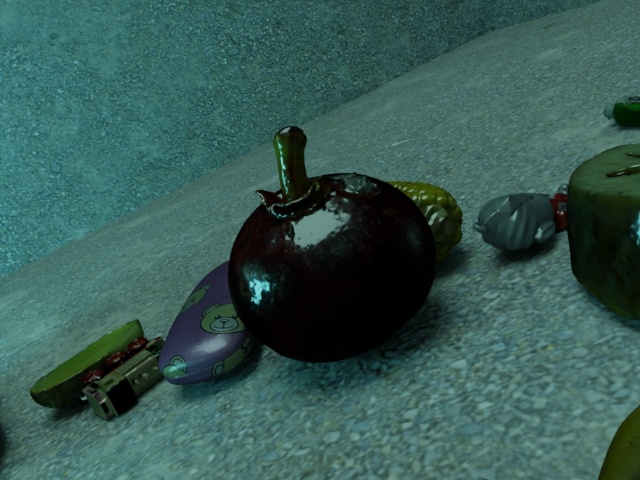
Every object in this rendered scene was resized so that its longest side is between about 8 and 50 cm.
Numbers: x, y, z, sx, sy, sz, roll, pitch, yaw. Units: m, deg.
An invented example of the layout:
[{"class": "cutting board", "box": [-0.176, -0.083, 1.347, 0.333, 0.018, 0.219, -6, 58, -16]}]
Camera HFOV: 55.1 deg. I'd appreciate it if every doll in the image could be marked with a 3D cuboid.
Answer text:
[{"class": "doll", "box": [0.260, -0.031, 0.758, 0.180, 0.079, 0.094, -18, 38, -25]}]

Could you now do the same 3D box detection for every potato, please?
[{"class": "potato", "box": [-0.333, 0.188, 0.911, 0.119, 0.054, 0.198, -21, 13, 23]}]

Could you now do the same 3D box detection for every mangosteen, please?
[{"class": "mangosteen", "box": [0.000, 0.000, 0.676, 0.235, 0.261, 0.235, -18, 28, 10]}]

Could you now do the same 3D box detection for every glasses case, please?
[{"class": "glasses case", "box": [-0.137, 0.099, 0.870, 0.123, 0.075, 0.316, -21, 18, 11]}]

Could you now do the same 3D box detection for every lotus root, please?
[{"class": "lotus root", "box": [0.308, -0.010, 0.549, 0.138, 0.119, 0.235, -20, 18, -5]}]

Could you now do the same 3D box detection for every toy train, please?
[{"class": "toy train", "box": [-0.258, 0.182, 0.837, 0.087, 0.050, 0.138, 2, 30, 45]}]

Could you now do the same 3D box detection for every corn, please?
[{"class": "corn", "box": [0.080, -0.032, 0.910, 0.120, 0.120, 0.363, -30, 17, -19]}]

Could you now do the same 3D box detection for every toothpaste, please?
[{"class": "toothpaste", "box": [0.534, -0.197, 0.924, 0.078, 0.047, 0.248, -31, 21, -15]}]

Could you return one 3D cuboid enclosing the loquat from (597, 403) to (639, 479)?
[{"class": "loquat", "box": [0.197, 0.130, 0.265, 0.163, 0.137, 0.163, -36, 2, 2]}]
